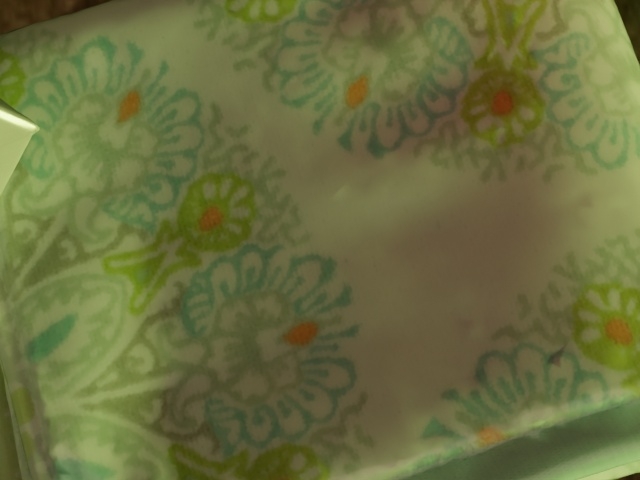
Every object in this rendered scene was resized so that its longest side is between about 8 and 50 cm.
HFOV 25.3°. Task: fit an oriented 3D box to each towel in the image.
[{"bbox_3d":[0.000,0.000,0.735,0.374,0.090,0.321,-15,73,-1],"label":"towel"}]

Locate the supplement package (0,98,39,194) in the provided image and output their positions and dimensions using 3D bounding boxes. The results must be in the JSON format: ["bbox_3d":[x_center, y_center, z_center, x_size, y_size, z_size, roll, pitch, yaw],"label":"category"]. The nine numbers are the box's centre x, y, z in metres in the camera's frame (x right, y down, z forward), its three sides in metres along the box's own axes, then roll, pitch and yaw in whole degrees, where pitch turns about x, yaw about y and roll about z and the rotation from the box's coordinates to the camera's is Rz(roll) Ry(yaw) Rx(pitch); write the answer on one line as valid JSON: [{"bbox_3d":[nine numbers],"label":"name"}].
[{"bbox_3d":[-0.276,-0.030,0.682,0.149,0.203,0.194,26,96,-42],"label":"supplement package"}]
